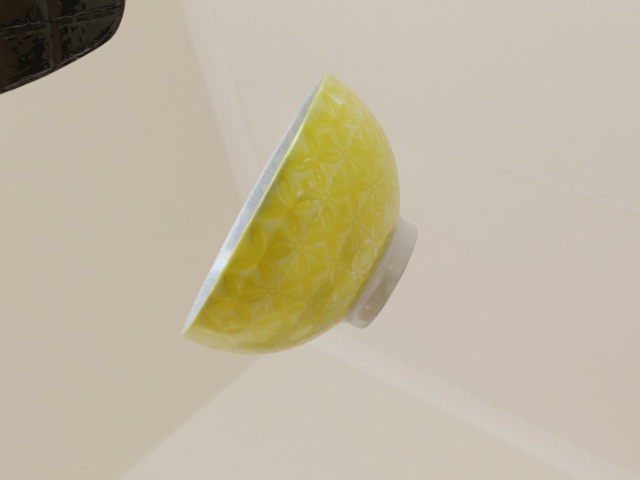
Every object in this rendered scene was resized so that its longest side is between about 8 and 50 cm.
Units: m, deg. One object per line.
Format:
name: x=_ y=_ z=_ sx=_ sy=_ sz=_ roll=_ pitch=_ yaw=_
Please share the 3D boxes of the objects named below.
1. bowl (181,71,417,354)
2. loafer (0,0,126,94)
bowl: x=0.000 y=0.000 z=1.158 sx=0.156 sy=0.289 sz=0.289 roll=29 pitch=-29 yaw=-6
loafer: x=-0.140 y=-0.074 z=0.344 sx=0.061 sy=0.170 sz=0.062 roll=-99 pitch=-175 yaw=-53
